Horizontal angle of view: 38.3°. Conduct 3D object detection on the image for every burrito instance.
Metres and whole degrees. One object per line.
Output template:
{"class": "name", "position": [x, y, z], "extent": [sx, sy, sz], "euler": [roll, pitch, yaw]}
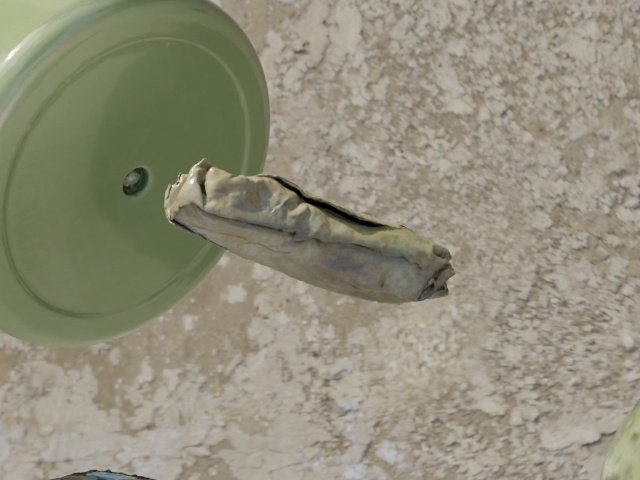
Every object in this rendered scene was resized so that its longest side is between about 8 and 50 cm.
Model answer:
{"class": "burrito", "position": [0.000, -0.002, 0.550], "extent": [0.058, 0.188, 0.045], "euler": [-47, 27, 50]}

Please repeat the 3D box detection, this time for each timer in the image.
{"class": "timer", "position": [-0.245, -0.109, 0.773], "extent": [0.315, 0.290, 0.291], "euler": [31, 97, 34]}

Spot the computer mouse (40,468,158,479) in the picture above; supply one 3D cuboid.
{"class": "computer mouse", "position": [-0.044, 0.104, 0.294], "extent": [0.135, 0.079, 0.047], "euler": [18, 78, -14]}

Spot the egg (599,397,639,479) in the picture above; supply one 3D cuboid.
{"class": "egg", "position": [0.497, 0.249, 0.937], "extent": [0.427, 0.345, 0.345], "euler": [-16, 76, 7]}
